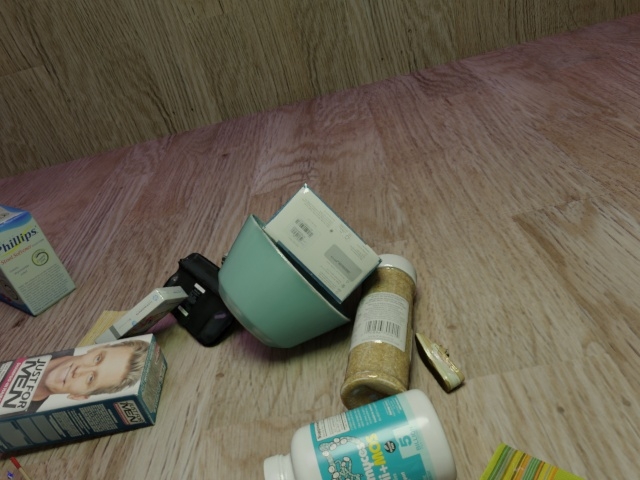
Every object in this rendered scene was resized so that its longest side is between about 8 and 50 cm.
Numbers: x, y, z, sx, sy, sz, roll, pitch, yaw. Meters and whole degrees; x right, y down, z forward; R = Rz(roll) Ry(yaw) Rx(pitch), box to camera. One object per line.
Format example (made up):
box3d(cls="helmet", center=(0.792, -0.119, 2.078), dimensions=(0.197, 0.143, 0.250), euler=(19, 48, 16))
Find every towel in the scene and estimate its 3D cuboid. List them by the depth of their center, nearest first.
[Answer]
box3d(cls="towel", center=(0.340, 0.362, 0.702), dimensions=(0.237, 0.021, 0.102), euler=(12, 42, 38))

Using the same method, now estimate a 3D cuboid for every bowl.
box3d(cls="bowl", center=(-0.098, 0.108, 1.097), dimensions=(0.163, 0.311, 0.311), euler=(-43, 33, 2))

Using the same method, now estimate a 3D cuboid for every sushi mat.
box3d(cls="sushi mat", center=(-0.559, 0.281, 1.264), dimensions=(0.152, 0.019, 0.316), euler=(-5, 33, 17))

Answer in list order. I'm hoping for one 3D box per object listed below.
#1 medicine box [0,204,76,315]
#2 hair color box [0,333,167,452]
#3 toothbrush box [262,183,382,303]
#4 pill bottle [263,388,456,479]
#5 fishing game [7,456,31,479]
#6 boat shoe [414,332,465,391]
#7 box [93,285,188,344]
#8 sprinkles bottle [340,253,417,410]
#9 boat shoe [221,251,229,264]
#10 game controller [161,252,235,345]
box3d(cls="medicine box", center=(-0.925, 0.050, 1.544), dimensions=(0.264, 0.289, 0.149), euler=(9, 40, 37))
box3d(cls="hair color box", center=(-0.516, 0.316, 1.073), dimensions=(0.348, 0.105, 0.173), euler=(-11, 34, 0))
box3d(cls="toothbrush box", center=(0.000, 0.000, 1.126), dimensions=(0.126, 0.216, 0.295), euler=(-45, 4, 2))
box3d(cls="pill bottle", center=(0.054, 0.330, 0.768), dimensions=(0.264, 0.146, 0.146), euler=(-19, 31, -2))
box3d(cls="fishing game", center=(-0.609, 0.519, 0.889), dimensions=(0.189, 0.041, 0.264), euler=(13, 50, 40))
box3d(cls="boat shoe", center=(0.221, 0.222, 0.962), dimensions=(0.045, 0.050, 0.135), euler=(-19, 41, -10))
box3d(cls="box", center=(-0.414, 0.180, 1.205), dimensions=(0.186, 0.038, 0.145), euler=(-41, -7, 2))
box3d(cls="sprinkles bottle", center=(0.122, 0.173, 1.010), dimensions=(0.121, 0.121, 0.355), euler=(-6, 33, 17))
box3d(cls="boat shoe", center=(-0.225, 0.100, 1.336), dimensions=(0.070, 0.077, 0.219), euler=(-27, 35, -17))
box3d(cls="game controller", center=(-0.301, 0.139, 1.296), dimensions=(0.319, 0.067, 0.166), euler=(26, 86, 49))
